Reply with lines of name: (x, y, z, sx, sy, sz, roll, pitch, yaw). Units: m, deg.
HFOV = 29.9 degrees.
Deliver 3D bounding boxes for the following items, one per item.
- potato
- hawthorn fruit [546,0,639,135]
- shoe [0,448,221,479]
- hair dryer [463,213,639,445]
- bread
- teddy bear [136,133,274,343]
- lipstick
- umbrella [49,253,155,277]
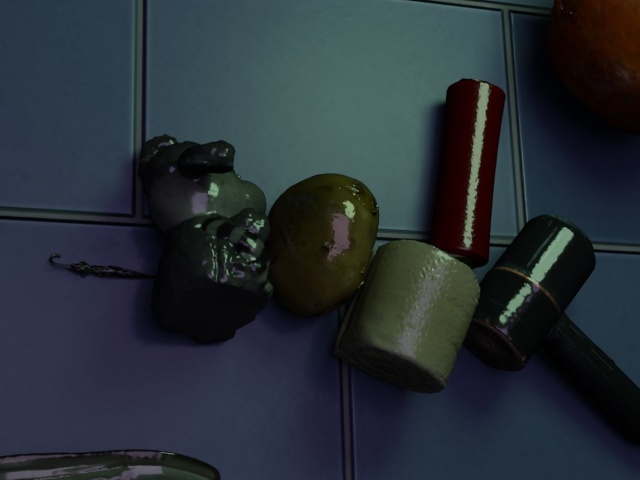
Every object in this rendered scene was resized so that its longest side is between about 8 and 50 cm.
potato: (0.000, 0.000, 1.401, 0.137, 0.137, 0.176, 20, 60, -12)
hawthorn fruit: (0.400, -0.283, 1.554, 0.307, 0.276, 0.276, 24, 69, 5)
shoe: (-0.240, 0.273, 1.264, 0.275, 0.103, 0.098, -1, 77, -12)
hair dryer: (0.343, 0.144, 1.502, 0.352, 0.107, 0.189, 44, 68, -11)
bread: (0.104, 0.089, 1.394, 0.134, 0.148, 0.141, 30, 72, -24)
teddy bear: (-0.117, -0.024, 1.347, 0.144, 0.171, 0.251, 2, 72, -25)
lipstick: (0.185, -0.084, 1.511, 0.080, 0.080, 0.241, 14, 71, -14)
umbrella: (-0.249, 0.035, 1.371, 0.122, 0.013, 0.022, 12, 50, -14)
